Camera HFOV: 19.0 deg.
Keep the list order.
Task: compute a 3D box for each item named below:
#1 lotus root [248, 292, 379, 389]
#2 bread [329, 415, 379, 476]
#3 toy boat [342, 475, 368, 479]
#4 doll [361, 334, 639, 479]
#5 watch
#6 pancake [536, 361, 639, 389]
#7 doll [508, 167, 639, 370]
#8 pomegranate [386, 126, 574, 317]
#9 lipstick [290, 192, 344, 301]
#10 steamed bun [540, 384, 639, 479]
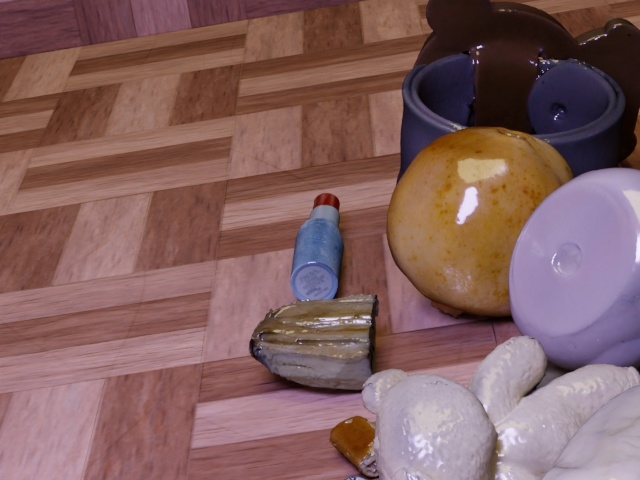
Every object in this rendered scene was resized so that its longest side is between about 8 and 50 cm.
[{"bbox_3d":[-0.002,0.120,2.095,0.144,0.070,0.143,0,28,14],"label":"lotus root"},{"bbox_3d":[0.045,0.205,1.890,0.047,0.036,0.083,-25,25,-15],"label":"bread"},{"bbox_3d":[0.024,0.244,1.794,0.038,0.038,0.083,-4,20,17],"label":"toy boat"},{"bbox_3d":[0.177,0.193,1.728,0.278,0.149,0.175,-4,33,-15],"label":"doll"},{"bbox_3d":[0.266,-0.138,2.431,0.335,0.314,0.327,1,32,-3],"label":"watch"},{"bbox_3d":[0.322,0.150,1.890,0.294,0.049,0.294,-12,20,5],"label":"pancake"},{"bbox_3d":[0.319,0.035,1.906,0.251,0.221,0.221,-35,4,35],"label":"doll"},{"bbox_3d":[0.186,-0.025,2.174,0.233,0.233,0.233,-9,20,3],"label":"pomegranate"},{"bbox_3d":[0.000,0.000,2.414,0.061,0.068,0.274,-8,22,7],"label":"lipstick"},{"bbox_3d":[0.283,0.259,1.384,0.272,0.273,0.290,15,31,17],"label":"steamed bun"}]
